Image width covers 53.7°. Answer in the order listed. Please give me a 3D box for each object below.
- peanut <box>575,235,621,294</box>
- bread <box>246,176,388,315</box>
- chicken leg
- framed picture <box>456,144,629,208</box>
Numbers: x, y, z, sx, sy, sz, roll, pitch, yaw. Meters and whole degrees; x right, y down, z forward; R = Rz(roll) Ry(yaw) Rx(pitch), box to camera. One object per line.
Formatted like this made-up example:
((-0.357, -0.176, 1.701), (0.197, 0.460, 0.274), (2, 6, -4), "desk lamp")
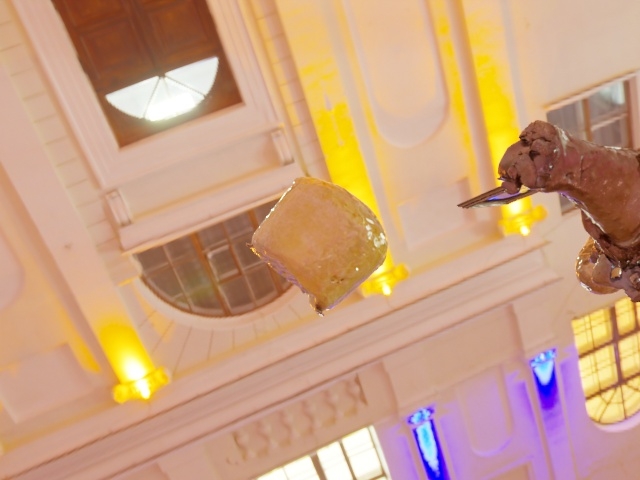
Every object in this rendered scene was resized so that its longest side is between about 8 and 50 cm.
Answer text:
((0.534, 0.033, 1.183), (0.103, 0.098, 0.229), (-39, 174, 30), "peanut")
((0.004, 0.000, 0.945), (0.170, 0.197, 0.197), (-46, -151, -6), "bread")
((0.233, -0.035, 0.484), (0.125, 0.196, 0.080), (-44, -146, 15), "chicken leg")
((0.415, -0.112, 1.180), (0.274, 0.017, 0.217), (-25, 168, 41), "framed picture")
